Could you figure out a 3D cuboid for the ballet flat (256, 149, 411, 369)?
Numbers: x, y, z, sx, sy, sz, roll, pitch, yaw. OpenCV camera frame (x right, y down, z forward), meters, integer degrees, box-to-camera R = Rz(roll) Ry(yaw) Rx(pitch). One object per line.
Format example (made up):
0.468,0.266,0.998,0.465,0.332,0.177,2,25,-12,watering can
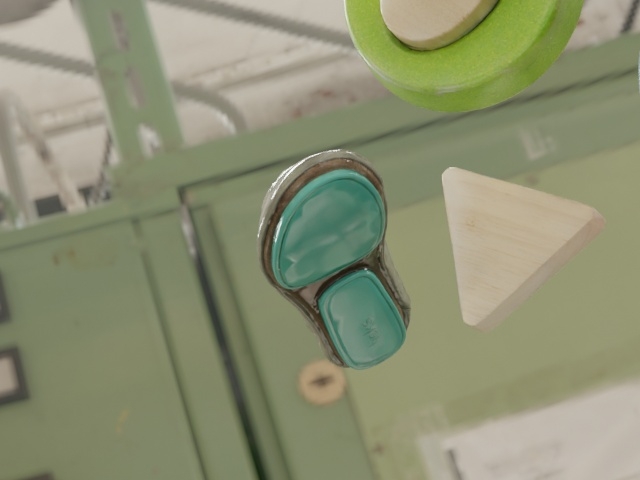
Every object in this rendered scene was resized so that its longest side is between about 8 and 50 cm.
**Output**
0.000,0.000,0.831,0.072,0.068,0.213,-27,-30,-4,ballet flat

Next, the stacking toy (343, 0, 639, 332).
0.133,-0.122,0.754,0.279,0.309,0.130,-24,-23,18,stacking toy
